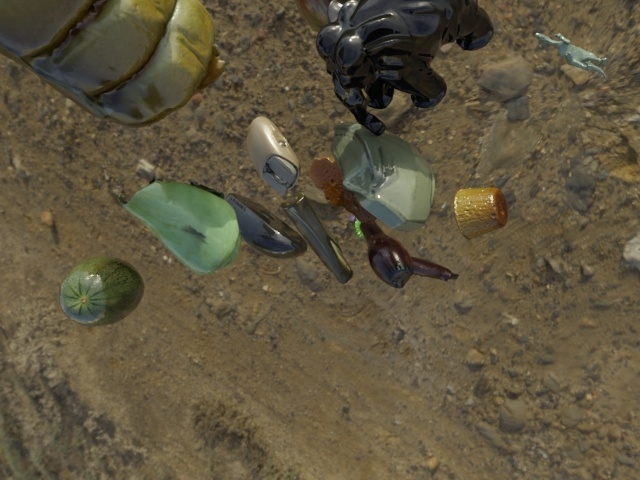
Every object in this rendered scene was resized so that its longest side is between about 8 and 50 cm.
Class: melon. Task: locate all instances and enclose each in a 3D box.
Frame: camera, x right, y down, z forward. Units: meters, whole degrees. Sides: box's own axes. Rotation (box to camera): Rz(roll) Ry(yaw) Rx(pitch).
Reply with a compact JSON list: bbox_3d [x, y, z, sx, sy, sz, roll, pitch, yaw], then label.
[{"bbox_3d":[-0.352,0.082,0.673,0.114,0.167,0.114,0,87,-5],"label":"melon"}]

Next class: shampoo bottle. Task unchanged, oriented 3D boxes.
[{"bbox_3d":[0.000,0.000,1.393,0.350,0.084,0.126,54,167,-22],"label":"shampoo bottle"}]

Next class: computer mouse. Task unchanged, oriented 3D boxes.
[{"bbox_3d":[-0.148,-0.252,1.213,0.236,0.082,0.145,59,144,13],"label":"computer mouse"},{"bbox_3d":[0.153,-0.184,0.974,0.228,0.429,0.145,21,119,-24],"label":"computer mouse"},{"bbox_3d":[-0.146,-0.023,1.029,0.270,0.138,0.086,39,102,34],"label":"computer mouse"}]

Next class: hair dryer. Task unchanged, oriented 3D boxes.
[{"bbox_3d":[0.303,0.058,1.357,0.341,0.312,0.123,16,118,-20],"label":"hair dryer"}]

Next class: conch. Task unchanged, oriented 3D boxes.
[{"bbox_3d":[-0.251,-0.038,0.821,0.144,0.137,0.250,-29,117,6],"label":"conch"}]

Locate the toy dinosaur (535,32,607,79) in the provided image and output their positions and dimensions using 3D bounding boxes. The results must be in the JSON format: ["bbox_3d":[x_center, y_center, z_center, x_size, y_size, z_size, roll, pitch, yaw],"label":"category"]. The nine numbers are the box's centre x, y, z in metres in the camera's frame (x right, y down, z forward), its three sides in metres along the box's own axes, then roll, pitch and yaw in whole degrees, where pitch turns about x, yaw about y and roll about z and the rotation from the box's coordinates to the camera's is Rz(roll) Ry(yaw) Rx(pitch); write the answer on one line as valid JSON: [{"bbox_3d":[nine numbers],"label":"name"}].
[{"bbox_3d":[0.760,-0.540,1.216,0.053,0.242,0.167,-63,35,28],"label":"toy dinosaur"}]

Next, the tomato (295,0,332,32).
[{"bbox_3d":[0.067,-0.554,0.901,0.270,0.270,0.222,26,121,21],"label":"tomato"}]

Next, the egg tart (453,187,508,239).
[{"bbox_3d":[0.604,-0.105,1.538,0.147,0.203,0.202,-8,103,42],"label":"egg tart"}]

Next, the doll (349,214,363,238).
[{"bbox_3d":[0.165,-0.077,1.789,0.050,0.190,0.115,-24,117,22],"label":"doll"}]

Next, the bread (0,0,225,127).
[{"bbox_3d":[-0.349,-0.318,0.613,0.301,0.341,0.210,5,72,24],"label":"bread"}]

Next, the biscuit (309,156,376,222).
[{"bbox_3d":[0.089,-0.185,1.366,0.295,0.044,0.186,36,122,21],"label":"biscuit"}]

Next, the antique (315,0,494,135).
[{"bbox_3d":[0.149,-0.379,0.775,0.322,0.255,0.185,-48,59,14],"label":"antique"}]
